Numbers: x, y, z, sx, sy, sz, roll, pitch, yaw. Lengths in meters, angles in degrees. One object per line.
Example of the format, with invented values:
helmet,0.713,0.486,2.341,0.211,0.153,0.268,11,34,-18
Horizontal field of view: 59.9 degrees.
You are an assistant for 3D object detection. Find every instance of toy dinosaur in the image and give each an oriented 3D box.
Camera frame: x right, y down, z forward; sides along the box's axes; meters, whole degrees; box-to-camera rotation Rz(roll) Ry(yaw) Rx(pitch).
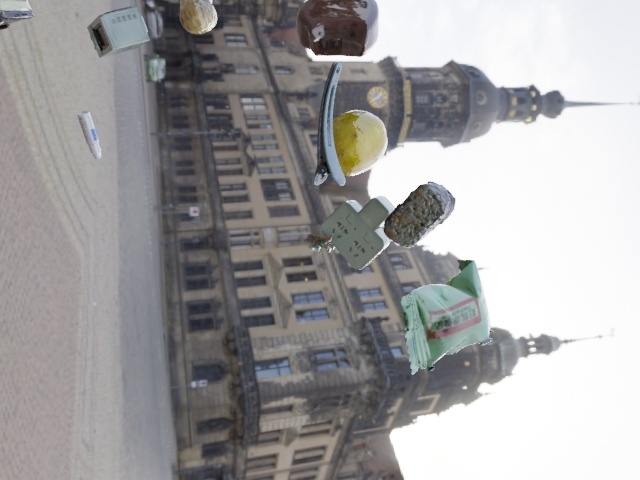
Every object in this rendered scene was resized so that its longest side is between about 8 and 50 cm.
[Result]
toy dinosaur,-0.002,0.003,2.089,0.044,0.106,0.187,-59,166,-19

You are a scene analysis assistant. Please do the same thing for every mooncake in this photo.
mooncake,0.082,-0.840,2.192,0.334,0.325,0.174,58,-16,33

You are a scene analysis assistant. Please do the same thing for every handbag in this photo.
handbag,-0.978,-0.713,1.630,0.181,0.254,0.182,-49,137,-63

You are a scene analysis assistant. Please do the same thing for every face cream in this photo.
face cream,-0.632,-0.288,1.525,0.034,0.034,0.130,-120,-160,-59

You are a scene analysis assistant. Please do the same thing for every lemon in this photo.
lemon,0.129,-0.388,2.223,0.260,0.283,0.261,158,-90,-89

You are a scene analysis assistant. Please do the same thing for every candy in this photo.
candy,0.393,0.235,1.746,0.172,0.397,0.263,-8,-80,55

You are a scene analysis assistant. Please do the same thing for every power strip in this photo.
power strip,0.167,-0.057,2.080,0.229,0.141,0.261,48,-65,7

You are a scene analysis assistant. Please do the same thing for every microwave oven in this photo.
microwave oven,-0.715,-0.737,1.962,0.208,0.162,0.123,13,-54,56

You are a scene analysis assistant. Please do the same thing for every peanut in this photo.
peanut,-0.392,-0.746,1.788,0.237,0.120,0.110,-99,-158,-43

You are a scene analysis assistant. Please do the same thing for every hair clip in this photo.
hair clip,0.018,-0.264,1.259,0.083,0.048,0.276,6,-81,42

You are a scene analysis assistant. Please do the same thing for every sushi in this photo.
sushi,0.299,-0.076,1.692,0.136,0.126,0.225,53,-54,17
